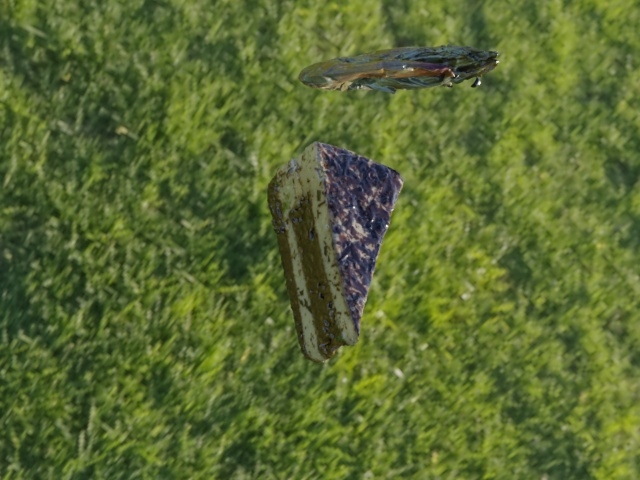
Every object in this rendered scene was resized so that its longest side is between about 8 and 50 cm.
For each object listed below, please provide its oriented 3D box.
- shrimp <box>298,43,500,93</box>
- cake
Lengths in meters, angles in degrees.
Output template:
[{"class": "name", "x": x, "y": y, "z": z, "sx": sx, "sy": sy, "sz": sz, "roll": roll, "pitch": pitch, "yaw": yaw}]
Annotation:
[{"class": "shrimp", "x": 0.070, "y": -0.155, "z": 1.020, "sx": 0.101, "sy": 0.190, "sz": 0.042, "roll": -33, "pitch": 119, "yaw": -67}, {"class": "cake", "x": -0.007, "y": 0.006, "z": 1.272, "sx": 0.135, "sy": 0.112, "sz": 0.246, "roll": 30, "pitch": 53, "yaw": -16}]
